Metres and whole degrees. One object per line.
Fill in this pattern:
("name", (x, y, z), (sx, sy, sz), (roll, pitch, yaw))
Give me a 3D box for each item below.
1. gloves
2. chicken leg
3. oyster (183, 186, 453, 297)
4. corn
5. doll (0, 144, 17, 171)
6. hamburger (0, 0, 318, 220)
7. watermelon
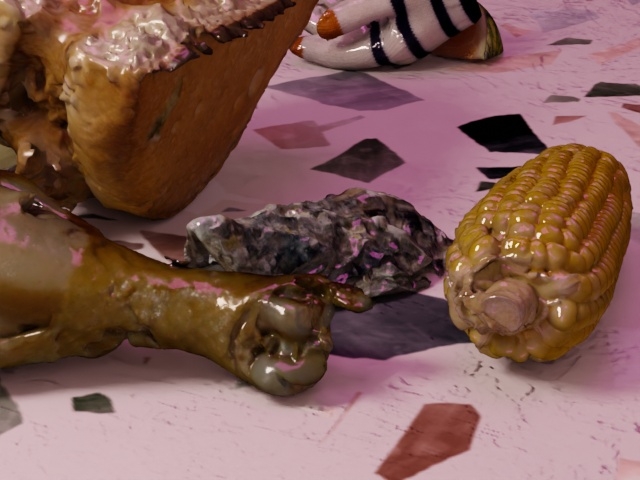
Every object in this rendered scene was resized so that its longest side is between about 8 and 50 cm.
("gloves", (0.072, -0.258, 2.100), (0.218, 0.131, 0.140), (-27, 23, 15))
("chicken leg", (-0.175, 0.044, 1.322), (0.429, 0.153, 0.201), (9, 35, 6))
("oyster", (-0.001, 0.003, 1.500), (0.252, 0.087, 0.199), (8, 20, -11))
("corn", (0.182, 0.002, 1.402), (0.130, 0.130, 0.347), (6, 20, 18))
("doll", (-0.320, -0.134, 1.809), (0.141, 0.117, 0.296), (9, 37, 9))
("hamburger", (-0.194, -0.162, 1.628), (0.268, 0.287, 0.445), (29, 25, 8))
("watermelon", (0.169, -0.267, 2.159), (0.087, 0.069, 0.163), (-19, 26, -40))
